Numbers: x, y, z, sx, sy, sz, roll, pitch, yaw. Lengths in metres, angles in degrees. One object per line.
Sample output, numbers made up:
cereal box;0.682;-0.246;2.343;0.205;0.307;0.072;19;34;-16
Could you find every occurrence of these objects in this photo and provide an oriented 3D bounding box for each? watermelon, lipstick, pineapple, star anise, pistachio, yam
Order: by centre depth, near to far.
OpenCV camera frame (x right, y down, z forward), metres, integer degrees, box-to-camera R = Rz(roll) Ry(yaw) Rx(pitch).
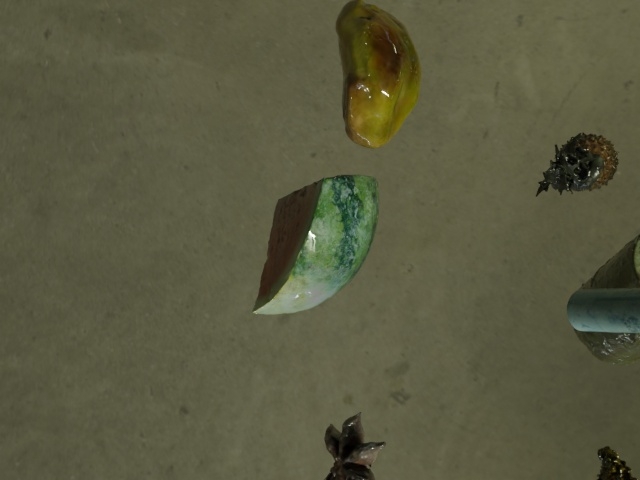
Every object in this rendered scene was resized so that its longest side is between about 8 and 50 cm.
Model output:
lipstick;0.327;0.072;0.782;0.048;0.158;0.048;3;84;-27
pistachio;0.074;-0.211;0.946;0.110;0.100;0.190;1;79;-29
watermelon;0.000;0.000;1.230;0.175;0.256;0.260;0;73;19
yam;0.520;0.096;1.239;0.167;0.168;0.304;-13;156;-14
pineapple;0.462;-0.138;1.377;0.251;0.125;0.125;-18;124;-55
star anise;0.057;0.442;1.516;0.063;0.171;0.208;28;60;-35

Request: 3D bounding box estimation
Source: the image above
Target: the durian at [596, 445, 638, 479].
durian;0.459;0.486;1.191;0.172;0.166;0.307;6;95;19
